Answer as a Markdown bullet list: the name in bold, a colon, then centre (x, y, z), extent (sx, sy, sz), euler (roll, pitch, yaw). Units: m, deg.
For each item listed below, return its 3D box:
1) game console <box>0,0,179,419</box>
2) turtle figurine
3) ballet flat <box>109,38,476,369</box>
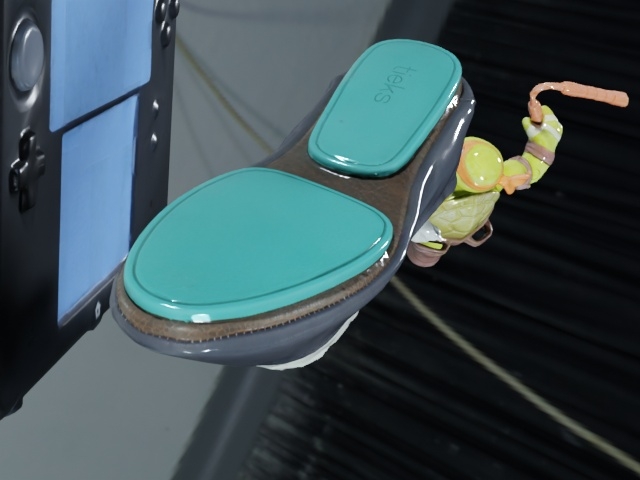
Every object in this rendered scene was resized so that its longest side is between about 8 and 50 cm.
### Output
- **game console**: centre (-0.163, -0.099, 0.911), extent (0.386, 0.060, 0.342), euler (-59, 150, -73)
- **turtle figurine**: centre (0.102, -0.033, 1.025), extent (0.269, 0.217, 0.087), euler (-21, 80, -23)
- **ballet flat**: centre (0.000, 0.000, 0.436), extent (0.203, 0.074, 0.074), euler (-48, 137, -51)
